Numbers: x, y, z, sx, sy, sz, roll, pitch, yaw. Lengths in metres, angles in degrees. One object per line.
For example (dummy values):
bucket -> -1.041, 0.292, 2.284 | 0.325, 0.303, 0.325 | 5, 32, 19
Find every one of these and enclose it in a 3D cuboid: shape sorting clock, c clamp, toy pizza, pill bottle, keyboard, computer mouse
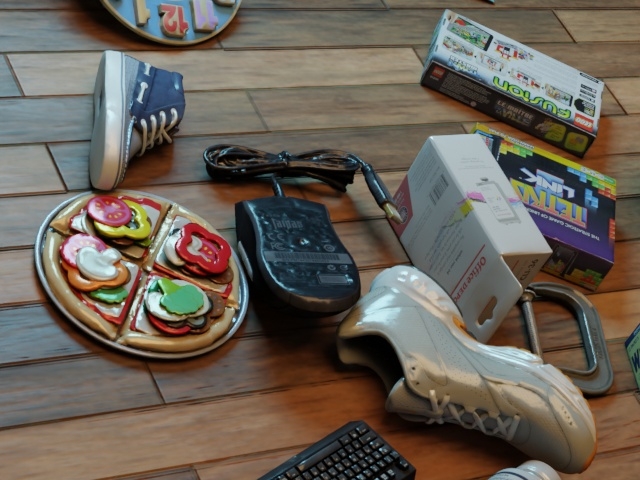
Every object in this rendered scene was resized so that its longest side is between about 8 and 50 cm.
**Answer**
shape sorting clock -> -0.164, -0.306, 1.801 | 0.206, 0.040, 0.206 | 8, 77, -36
c clamp -> 0.227, 0.096, 1.683 | 0.137, 0.022, 0.161 | 16, 43, -14
toy pizza -> -0.157, 0.022, 1.535 | 0.201, 0.032, 0.201 | 16, 42, -15
pill bottle -> 0.158, 0.237, 1.466 | 0.067, 0.067, 0.120 | 43, 43, 16
keyboard -> 0.011, 0.220, 1.436 | 0.108, 0.023, 0.180 | 45, 44, 18
computer mouse -> 0.000, 0.000, 1.629 | 0.184, 0.060, 0.262 | -1, 37, -24

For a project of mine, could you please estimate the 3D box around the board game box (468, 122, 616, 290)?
board game box -> 0.226, -0.037, 1.798 | 0.170, 0.048, 0.141 | 21, 40, -9

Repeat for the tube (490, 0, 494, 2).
tube -> 0.122, -0.351, 2.056 | 0.207, 0.052, 0.080 | 20, 48, -28

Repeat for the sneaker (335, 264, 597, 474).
sneaker -> 0.123, 0.140, 1.539 | 0.262, 0.099, 0.121 | 35, 48, 19

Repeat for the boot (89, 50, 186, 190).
boot -> -0.171, -0.113, 1.634 | 0.086, 0.069, 0.190 | 13, 41, -15

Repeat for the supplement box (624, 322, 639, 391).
supplement box -> 0.361, 0.122, 1.703 | 0.083, 0.056, 0.083 | 10, 44, -20

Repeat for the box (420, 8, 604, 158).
box -> 0.221, -0.180, 1.948 | 0.207, 0.036, 0.114 | 25, 41, -5

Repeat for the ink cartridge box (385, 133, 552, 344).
ink cartridge box -> 0.150, 0.006, 1.660 | 0.067, 0.115, 0.198 | -4, 51, -32
